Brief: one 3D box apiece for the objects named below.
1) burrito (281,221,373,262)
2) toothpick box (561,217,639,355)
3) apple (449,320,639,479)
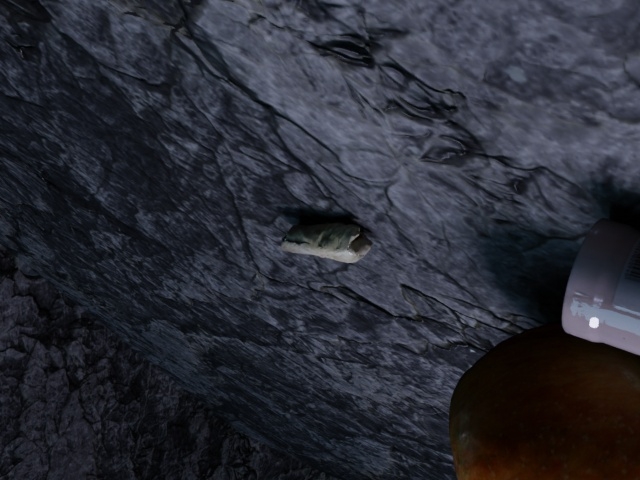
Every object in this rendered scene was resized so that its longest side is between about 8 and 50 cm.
[{"bbox_3d":[0.000,0.000,1.040,0.055,0.041,0.149,26,167,-36],"label":"burrito"},{"bbox_3d":[0.270,0.049,0.685,0.149,0.098,0.098,19,158,30],"label":"toothpick box"},{"bbox_3d":[0.277,0.207,0.844,0.250,0.277,0.309,-27,132,29],"label":"apple"}]
